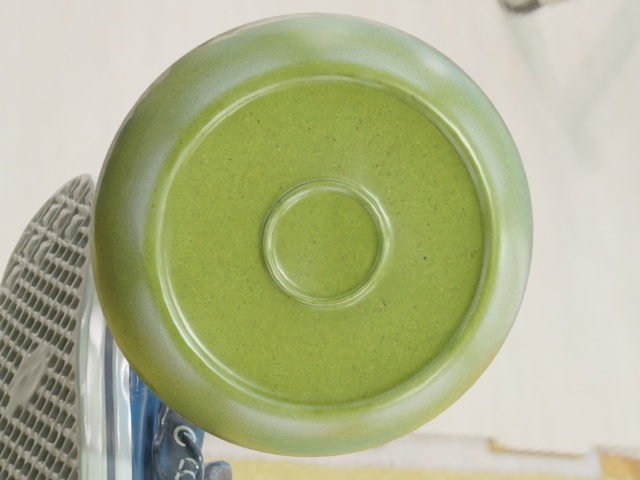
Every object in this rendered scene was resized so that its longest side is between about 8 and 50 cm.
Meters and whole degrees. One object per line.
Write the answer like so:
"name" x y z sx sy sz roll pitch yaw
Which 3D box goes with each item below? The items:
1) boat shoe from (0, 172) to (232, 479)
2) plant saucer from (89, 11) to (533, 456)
"boat shoe" -0.139 0.175 1.167 0.156 0.187 0.500 33 40 -30
"plant saucer" 0.000 0.000 0.956 0.241 0.037 0.241 -1 95 -9
